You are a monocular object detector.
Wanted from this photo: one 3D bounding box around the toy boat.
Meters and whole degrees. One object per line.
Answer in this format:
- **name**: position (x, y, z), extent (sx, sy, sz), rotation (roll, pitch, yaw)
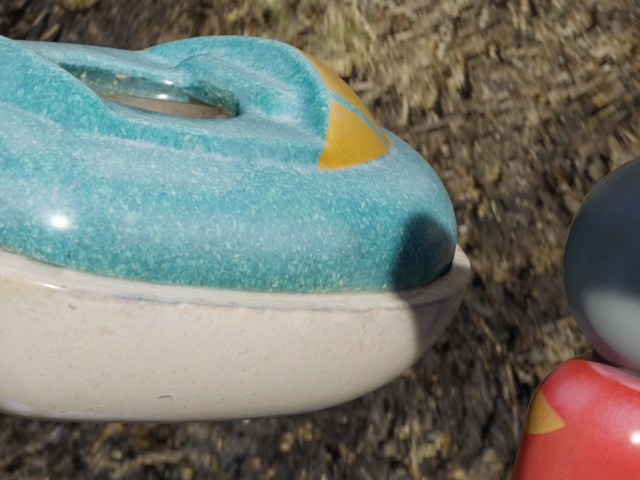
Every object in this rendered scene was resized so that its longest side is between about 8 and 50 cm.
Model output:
- **toy boat**: position (0.000, 0.000, 0.560), extent (0.318, 0.267, 0.148), rotation (26, 107, 35)
